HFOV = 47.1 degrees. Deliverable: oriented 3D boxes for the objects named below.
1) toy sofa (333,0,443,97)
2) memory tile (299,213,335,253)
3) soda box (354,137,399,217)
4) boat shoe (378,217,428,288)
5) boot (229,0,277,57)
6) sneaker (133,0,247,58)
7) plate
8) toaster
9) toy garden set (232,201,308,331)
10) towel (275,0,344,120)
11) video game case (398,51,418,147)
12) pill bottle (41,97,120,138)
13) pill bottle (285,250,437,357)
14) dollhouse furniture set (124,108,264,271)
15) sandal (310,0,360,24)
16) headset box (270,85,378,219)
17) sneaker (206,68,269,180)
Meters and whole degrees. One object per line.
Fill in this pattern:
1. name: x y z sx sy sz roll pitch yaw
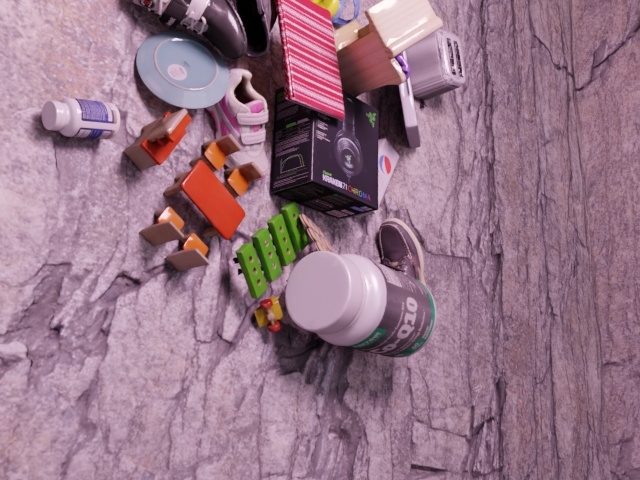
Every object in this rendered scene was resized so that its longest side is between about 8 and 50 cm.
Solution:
1. toy sofa: 0.133 -0.453 1.728 0.150 0.362 0.177 -35 103 -17
2. memory tile: 0.000 0.000 1.676 0.113 0.012 0.148 62 9 20
3. soda box: 0.130 -0.163 1.897 0.074 0.069 0.216 49 48 -30
4. boat shoe: 0.212 0.084 1.909 0.092 0.103 0.285 -35 113 -53
5. boot: -0.160 -0.566 1.515 0.222 0.118 0.338 -90 161 -60
6. sneaker: -0.288 -0.470 1.440 0.330 0.122 0.146 48 60 -4
7. plate: -0.267 -0.344 1.450 0.188 0.024 0.188 12 60 -22
8. toaster: 0.333 -0.513 2.156 0.129 0.147 0.226 1 81 -48
9. toy garden set: -0.099 0.059 1.590 0.244 0.049 0.203 -47 126 -53
10. towel: -0.025 -0.410 1.606 0.199 0.031 0.274 8 71 -53
11. video game case: 0.228 -0.420 1.973 0.329 0.036 0.299 14 67 -81
12. pill bottle: -0.416 -0.212 1.274 0.120 0.067 0.067 -3 84 -50
13. pill bottle: 0.095 0.145 1.653 0.361 0.204 0.204 21 65 -51
14. dollhouse furniture set: -0.237 -0.115 1.405 0.259 0.135 0.262 51 47 -28
15. sandal: 0.046 -0.686 1.897 0.138 0.126 0.317 23 72 -48
16. headset box: 0.017 -0.222 1.731 0.246 0.131 0.282 20 65 -45
17. sneaker: -0.163 -0.247 1.542 0.103 0.111 0.252 -36 109 -47
